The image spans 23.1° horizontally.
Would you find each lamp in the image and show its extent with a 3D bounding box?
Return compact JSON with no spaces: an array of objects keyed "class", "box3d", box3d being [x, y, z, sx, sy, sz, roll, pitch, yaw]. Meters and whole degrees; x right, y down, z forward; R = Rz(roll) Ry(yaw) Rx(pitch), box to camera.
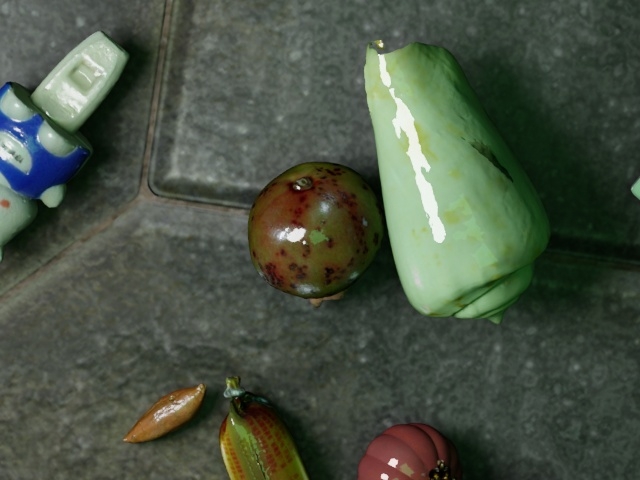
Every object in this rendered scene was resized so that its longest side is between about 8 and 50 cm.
[{"class":"lamp","box3d":[0.080,0.218,1.417,0.108,0.092,0.107,-14,113,-36]}]

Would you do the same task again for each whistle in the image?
[{"class":"whistle","box3d":[-0.255,-0.078,1.340,0.110,0.092,0.244,43,96,1]}]

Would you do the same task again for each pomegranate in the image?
[{"class":"pomegranate","box3d":[0.000,-0.004,1.358,0.130,0.130,0.130,-1,100,-4]}]

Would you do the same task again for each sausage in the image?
[{"class":"sausage","box3d":[-0.018,0.292,1.435,0.082,0.082,0.371,-20,100,0]}]

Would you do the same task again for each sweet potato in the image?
[{"class":"sweet potato","box3d":[-0.139,0.159,1.422,0.095,0.034,0.034,-32,101,13]}]

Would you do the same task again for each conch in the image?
[{"class":"conch","box3d":[0.118,-0.049,1.352,0.144,0.137,0.250,-12,82,-16]}]

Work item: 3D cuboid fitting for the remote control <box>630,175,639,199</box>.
[{"class":"remote control","box3d":[0.361,-0.015,1.428,0.166,0.029,0.065,40,96,-5]}]
